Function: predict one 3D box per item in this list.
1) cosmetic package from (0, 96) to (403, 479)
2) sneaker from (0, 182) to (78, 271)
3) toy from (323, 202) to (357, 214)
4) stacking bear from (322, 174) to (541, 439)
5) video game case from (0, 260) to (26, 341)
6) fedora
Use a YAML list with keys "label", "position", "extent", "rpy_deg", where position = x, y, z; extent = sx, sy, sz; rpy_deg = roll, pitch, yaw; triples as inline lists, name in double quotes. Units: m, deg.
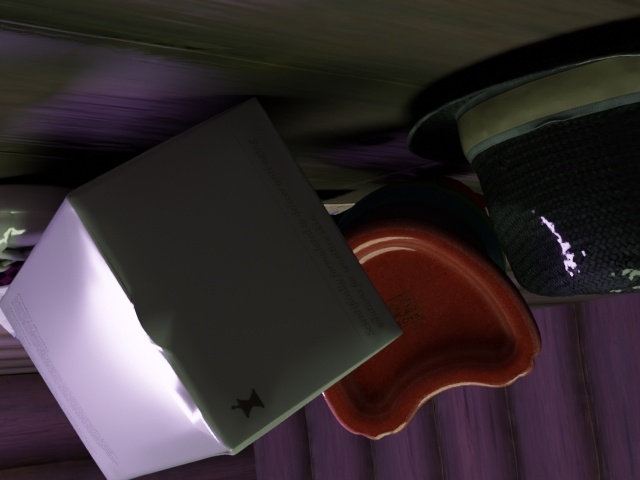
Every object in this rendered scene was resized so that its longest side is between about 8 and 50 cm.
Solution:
- label: "cosmetic package"
  position: [-0.112, 0.058, 0.969]
  extent: [0.155, 0.197, 0.365]
  rpy_deg: [-31, -179, -26]
- label: "sneaker"
  position: [-0.312, 0.029, 1.064]
  extent: [0.290, 0.123, 0.106]
  rpy_deg: [-12, 170, 18]
- label: "toy"
  position: [-0.095, -0.007, 1.230]
  extent: [0.237, 0.056, 0.137]
  rpy_deg: [-2, 170, -33]
- label: "stacking bear"
  position: [0.089, 0.022, 1.110]
  extent: [0.175, 0.164, 0.289]
  rpy_deg: [-26, -171, 16]
- label: "video game case"
  position: [-0.248, 0.087, 1.480]
  extent: [0.232, 0.042, 0.210]
  rpy_deg: [-10, 140, 22]
- label: "fedora"
  position: [0.224, -0.040, 0.905]
  extent: [0.334, 0.152, 0.334]
  rpy_deg: [-6, 172, -1]
